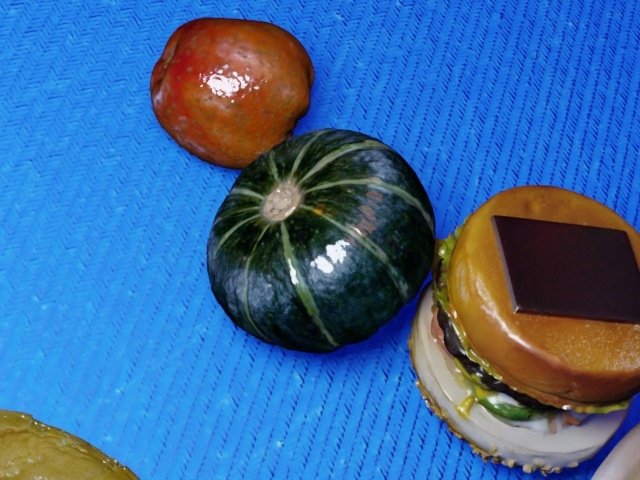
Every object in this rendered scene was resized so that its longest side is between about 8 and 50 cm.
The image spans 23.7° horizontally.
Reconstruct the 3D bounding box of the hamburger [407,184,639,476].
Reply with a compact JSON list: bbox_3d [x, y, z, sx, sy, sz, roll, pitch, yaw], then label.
[{"bbox_3d":[0.232,0.101,1.651,0.291,0.225,0.291,12,50,-14],"label":"hamburger"}]

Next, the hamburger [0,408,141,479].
[{"bbox_3d":[-0.268,0.291,1.401,0.265,0.134,0.285,25,51,-2],"label":"hamburger"}]

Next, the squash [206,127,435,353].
[{"bbox_3d":[0.000,0.000,1.623,0.165,0.252,0.252,49,41,-44],"label":"squash"}]

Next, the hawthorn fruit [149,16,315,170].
[{"bbox_3d":[-0.101,-0.170,1.732,0.189,0.189,0.189,9,58,-15],"label":"hawthorn fruit"}]

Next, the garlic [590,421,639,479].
[{"bbox_3d":[0.339,0.295,1.632,0.148,0.128,0.266,42,54,16],"label":"garlic"}]
